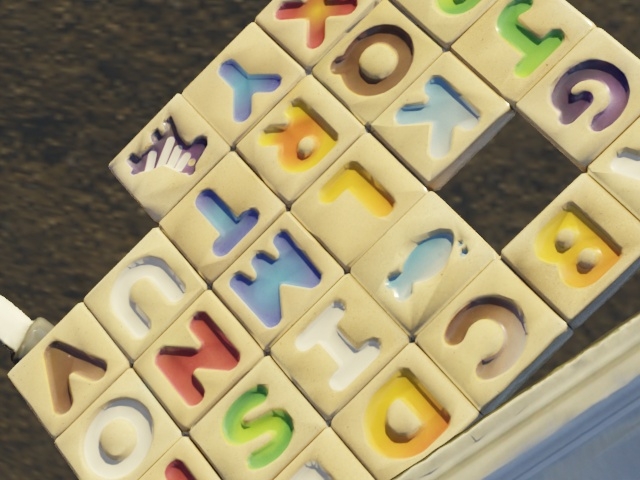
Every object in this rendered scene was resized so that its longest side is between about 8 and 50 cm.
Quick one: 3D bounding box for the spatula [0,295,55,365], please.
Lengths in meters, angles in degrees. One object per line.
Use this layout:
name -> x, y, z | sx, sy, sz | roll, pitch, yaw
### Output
spatula -> -0.137, 0.027, 0.758 | 0.296, 0.030, 0.084 | 39, 39, -14

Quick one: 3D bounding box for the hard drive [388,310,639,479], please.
hard drive -> 0.068, 0.162, 0.460 | 0.237, 0.339, 0.064 | 57, 18, 9

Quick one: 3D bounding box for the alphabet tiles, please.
alphabet tiles -> 0.000, 0.000, 0.683 | 0.237, 0.198, 0.009 | -45, 141, 2
